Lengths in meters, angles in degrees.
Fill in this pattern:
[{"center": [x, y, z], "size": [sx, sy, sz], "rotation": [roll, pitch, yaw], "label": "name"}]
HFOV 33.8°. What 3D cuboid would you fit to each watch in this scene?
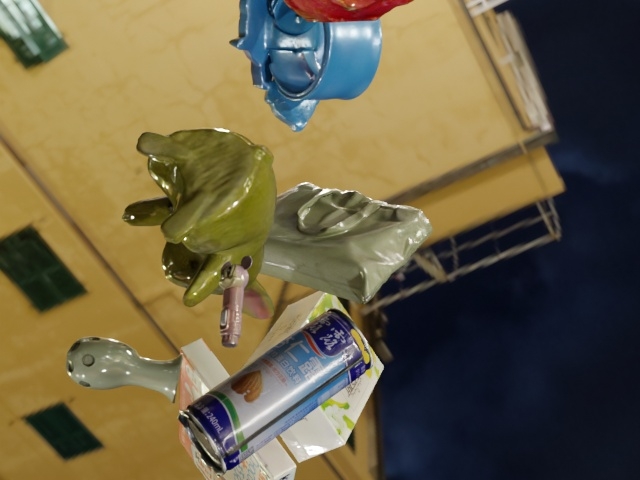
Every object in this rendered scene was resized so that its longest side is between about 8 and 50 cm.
[{"center": [-0.016, -0.360, 2.075], "size": [0.241, 0.305, 0.274], "rotation": [-10, -165, -35], "label": "watch"}]

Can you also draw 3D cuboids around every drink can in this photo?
[{"center": [-0.053, 0.183, 1.288], "size": [0.235, 0.097, 0.097], "rotation": [-33, -151, -21], "label": "drink can"}]

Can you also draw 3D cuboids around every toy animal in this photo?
[{"center": [-0.155, 0.007, 1.435], "size": [0.180, 0.363, 0.181], "rotation": [-20, -123, -22], "label": "toy animal"}]

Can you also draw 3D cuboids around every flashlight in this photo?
[{"center": [-0.105, 0.071, 1.233], "size": [0.052, 0.031, 0.110], "rotation": [-16, -120, 36], "label": "flashlight"}]

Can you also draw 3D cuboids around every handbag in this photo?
[{"center": [0.005, -0.001, 1.787], "size": [0.315, 0.109, 0.253], "rotation": [14, -145, 29], "label": "handbag"}]

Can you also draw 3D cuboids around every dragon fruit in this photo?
[{"center": [0.049, -0.343, 1.321], "size": [0.261, 0.189, 0.163], "rotation": [-10, -126, -14], "label": "dragon fruit"}]

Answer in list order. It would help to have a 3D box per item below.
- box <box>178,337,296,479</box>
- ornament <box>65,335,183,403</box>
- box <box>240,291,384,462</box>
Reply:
[{"center": [-0.138, 0.328, 1.643], "size": [0.048, 0.273, 0.265], "rotation": [-25, -124, -27], "label": "box"}, {"center": [-0.271, 0.174, 1.451], "size": [0.156, 0.075, 0.081], "rotation": [11, -158, -9], "label": "ornament"}, {"center": [-0.010, 0.229, 1.850], "size": [0.111, 0.194, 0.260], "rotation": [-28, -167, 26], "label": "box"}]
